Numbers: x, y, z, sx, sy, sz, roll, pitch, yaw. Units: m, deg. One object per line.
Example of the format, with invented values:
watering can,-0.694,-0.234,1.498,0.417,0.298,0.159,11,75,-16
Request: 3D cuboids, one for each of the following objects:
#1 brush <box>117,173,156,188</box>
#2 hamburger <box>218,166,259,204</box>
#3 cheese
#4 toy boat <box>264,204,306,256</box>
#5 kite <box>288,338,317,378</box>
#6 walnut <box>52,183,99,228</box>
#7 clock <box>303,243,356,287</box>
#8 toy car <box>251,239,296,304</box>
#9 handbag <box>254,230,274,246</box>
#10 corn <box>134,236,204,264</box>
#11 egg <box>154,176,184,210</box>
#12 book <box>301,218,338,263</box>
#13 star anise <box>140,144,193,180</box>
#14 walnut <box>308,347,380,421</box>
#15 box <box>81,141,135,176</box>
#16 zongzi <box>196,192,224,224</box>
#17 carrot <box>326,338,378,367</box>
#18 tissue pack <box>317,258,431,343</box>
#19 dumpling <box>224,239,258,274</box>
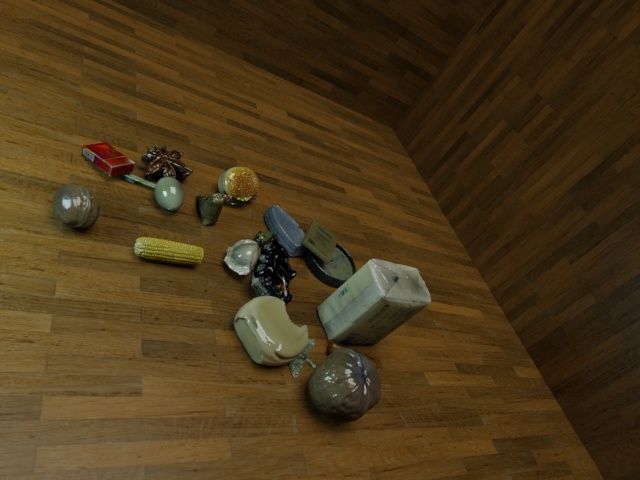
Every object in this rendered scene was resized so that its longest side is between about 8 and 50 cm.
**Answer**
brush,-0.737,-0.239,1.893,0.178,0.030,0.033,23,17,-29
hamburger,-0.372,-0.253,2.158,0.116,0.173,0.210,14,15,37
cheese,-0.179,0.321,1.683,0.233,0.127,0.266,-10,58,-50
toy boat,-0.167,-0.051,2.186,0.127,0.078,0.283,-13,61,-47
kite,-0.054,0.446,1.766,0.250,0.012,0.229,41,34,0
walnut,-0.820,-0.115,1.569,0.140,0.140,0.162,3,63,-43
clock,0.049,0.101,2.236,0.280,0.055,0.280,25,36,-20
toy car,-0.187,0.132,1.899,0.193,0.118,0.301,55,20,-28
handbag,-0.250,-0.015,2.087,0.072,0.047,0.111,46,36,8
corn,-0.547,0.042,1.696,0.248,0.081,0.081,13,41,-35
egg,-0.606,-0.186,1.879,0.114,0.114,0.152,6,54,-41
book,0.000,0.000,2.208,0.161,0.026,0.231,40,29,-10
star anise,-0.662,-0.311,2.000,0.220,0.099,0.214,9,57,-45
walnut,0.081,0.506,1.631,0.248,0.248,0.248,26,35,-20
box,-0.836,-0.322,1.841,0.175,0.048,0.112,34,30,16
zongzi,-0.468,-0.175,1.962,0.078,0.160,0.176,-1,51,-39
carrot,0.132,0.469,1.869,0.225,0.067,0.067,29,34,-13
tissue pack,0.217,0.263,1.913,0.297,0.380,0.207,12,46,-37
dumpling,-0.318,0.065,1.884,0.127,0.108,0.188,12,49,6
